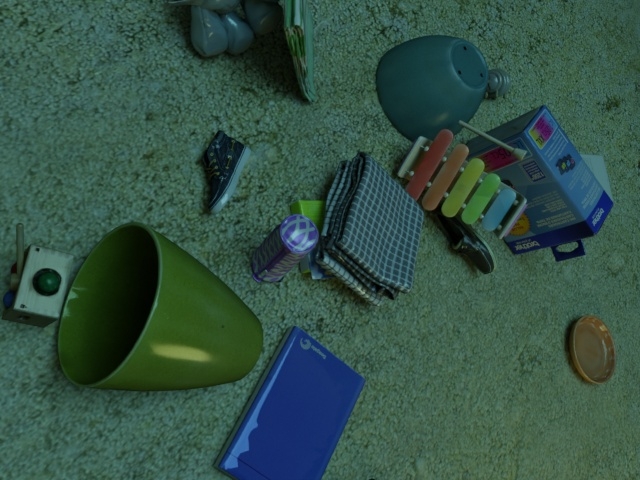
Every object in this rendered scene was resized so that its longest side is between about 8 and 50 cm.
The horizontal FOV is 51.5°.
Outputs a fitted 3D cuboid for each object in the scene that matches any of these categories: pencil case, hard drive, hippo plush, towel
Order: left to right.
[{"bbox_3d":[-0.239,-0.550,1.414,0.294,0.234,0.236,-7,55,-41],"label":"hippo plush"},{"bbox_3d":[-0.078,0.020,1.329,0.086,0.206,0.088,48,58,2],"label":"pencil case"},{"bbox_3d":[-0.051,0.363,1.343,0.210,0.040,0.318,40,58,-18],"label":"hard drive"},{"bbox_3d":[-0.040,-0.480,1.451,0.038,0.325,0.248,-2,75,5],"label":"towel"},{"bbox_3d":[0.117,-0.025,1.483,0.235,0.121,0.283,40,49,-33],"label":"towel"}]

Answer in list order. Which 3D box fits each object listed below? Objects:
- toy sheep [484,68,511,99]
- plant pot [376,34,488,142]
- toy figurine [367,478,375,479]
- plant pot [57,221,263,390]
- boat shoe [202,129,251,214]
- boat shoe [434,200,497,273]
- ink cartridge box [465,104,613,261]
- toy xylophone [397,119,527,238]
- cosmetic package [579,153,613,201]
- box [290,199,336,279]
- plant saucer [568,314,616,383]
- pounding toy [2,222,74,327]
[{"bbox_3d":[0.510,-0.457,1.936,0.132,0.091,0.091,-13,84,-55],"label":"toy sheep"},{"bbox_3d":[0.318,-0.413,1.723,0.290,0.195,0.290,10,72,-32],"label":"plant pot"},{"bbox_3d":[0.128,0.596,1.331,0.209,0.148,0.213,22,65,-28],"label":"toy figurine"},{"bbox_3d":[-0.248,0.147,1.159,0.293,0.275,0.275,28,61,-43],"label":"plant pot"},{"bbox_3d":[-0.213,-0.141,1.369,0.083,0.065,0.183,33,54,-21],"label":"boat shoe"},{"bbox_3d":[0.367,0.001,1.715,0.073,0.080,0.223,-35,92,-30],"label":"boat shoe"},{"bbox_3d":[0.577,-0.126,1.770,0.395,0.270,0.151,50,57,-12],"label":"ink cartridge box"},{"bbox_3d":[0.360,-0.159,1.634,0.323,0.236,0.081,26,14,15],"label":"toy xylophone"},{"bbox_3d":[0.734,-0.163,1.961,0.184,0.151,0.151,-1,77,-34],"label":"cosmetic package"},{"bbox_3d":[0.000,0.000,1.481,0.109,0.042,0.178,-2,78,-35],"label":"box"},{"bbox_3d":[0.785,0.317,1.930,0.200,0.037,0.200,11,70,-33],"label":"plant saucer"},{"bbox_3d":[-0.470,0.061,1.082,0.100,0.141,0.130,18,67,-29],"label":"pounding toy"}]
